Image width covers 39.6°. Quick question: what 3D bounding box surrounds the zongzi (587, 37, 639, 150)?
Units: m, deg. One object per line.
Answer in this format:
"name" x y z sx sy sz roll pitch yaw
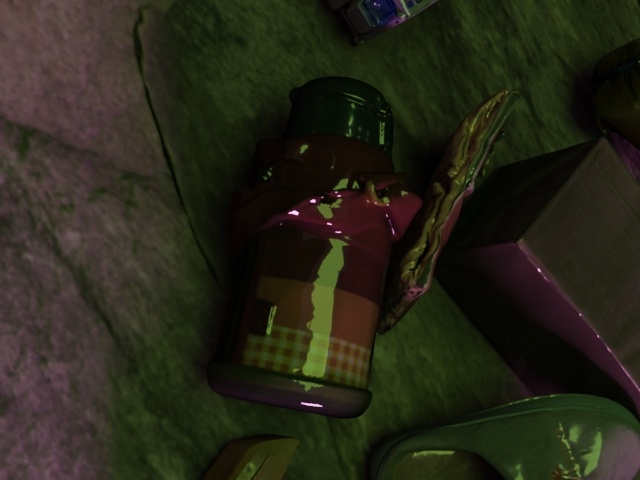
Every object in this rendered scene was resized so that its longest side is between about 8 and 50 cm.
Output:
"zongzi" 0.434 -0.198 1.013 0.260 0.123 0.289 31 59 -18

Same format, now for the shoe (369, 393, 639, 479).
"shoe" 0.171 0.205 0.769 0.251 0.100 0.103 -6 116 -4

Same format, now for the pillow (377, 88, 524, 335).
"pillow" 0.109 -0.028 0.800 0.043 0.126 0.232 27 67 2

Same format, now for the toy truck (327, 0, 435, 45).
"toy truck" 0.032 -0.330 0.803 0.155 0.124 0.268 -38 102 -23

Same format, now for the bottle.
"bottle" 0.000 0.000 0.715 0.156 0.143 0.271 8 79 15

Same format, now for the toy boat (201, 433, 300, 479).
"toy boat" -0.079 0.240 0.696 0.077 0.057 0.200 47 64 -22

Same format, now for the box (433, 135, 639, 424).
"box" 0.245 0.043 0.848 0.231 0.149 0.155 49 64 -14
